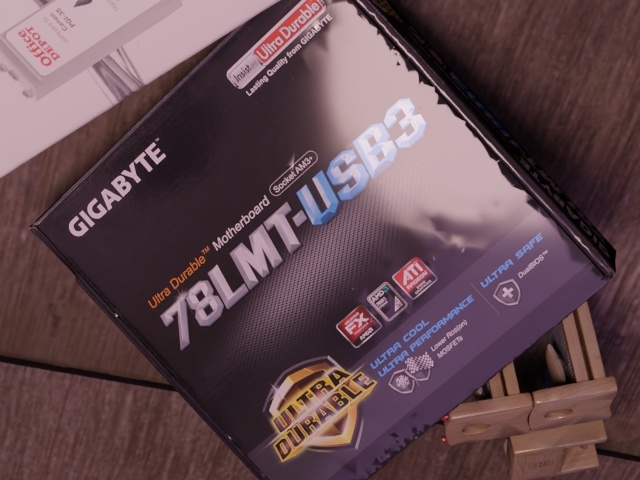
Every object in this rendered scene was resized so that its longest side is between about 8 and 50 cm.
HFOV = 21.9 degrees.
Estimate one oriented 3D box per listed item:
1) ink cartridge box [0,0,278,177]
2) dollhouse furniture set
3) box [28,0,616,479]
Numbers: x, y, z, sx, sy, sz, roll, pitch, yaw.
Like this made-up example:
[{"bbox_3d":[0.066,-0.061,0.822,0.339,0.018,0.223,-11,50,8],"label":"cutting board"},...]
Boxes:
[{"bbox_3d":[-0.127,-0.184,0.993,0.283,0.207,0.117,-30,120,14],"label":"ink cartridge box"},{"bbox_3d":[0.148,0.102,1.295,0.129,0.129,0.183,-10,154,0],"label":"dollhouse furniture set"},{"bbox_3d":[0.000,0.000,1.149,0.295,0.073,0.293,-41,95,18],"label":"box"}]
